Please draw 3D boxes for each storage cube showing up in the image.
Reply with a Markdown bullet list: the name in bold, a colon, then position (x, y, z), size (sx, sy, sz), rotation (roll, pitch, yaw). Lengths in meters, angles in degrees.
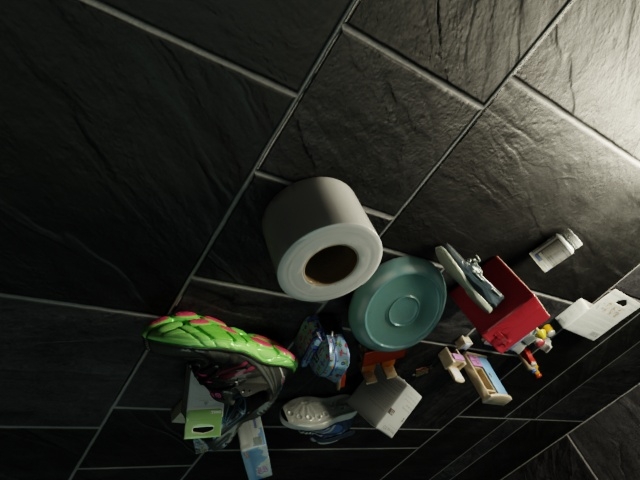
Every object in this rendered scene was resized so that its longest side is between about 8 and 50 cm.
- **storage cube**: position (0.556, 0.202, 1.562), size (0.193, 0.215, 0.184), rotation (-42, 134, 10)

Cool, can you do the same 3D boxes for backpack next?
- **backpack**: position (0.009, 0.324, 1.475), size (0.117, 0.173, 0.158), rotation (7, 130, -28)

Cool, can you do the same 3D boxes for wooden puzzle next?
- **wooden puzzle**: position (0.391, 0.501, 1.931), size (0.084, 0.006, 0.049), rotation (-16, 136, -8)

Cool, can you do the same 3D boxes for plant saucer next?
- **plant saucer**: position (0.236, 0.198, 1.465), size (0.318, 0.043, 0.317), rotation (-7, 114, -17)

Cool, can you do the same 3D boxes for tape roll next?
- **tape roll**: position (0.000, 0.000, 1.157), size (0.247, 0.169, 0.246), rotation (-11, 135, -12)

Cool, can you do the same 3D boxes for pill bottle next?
- **pill bottle**: position (0.728, 0.029, 1.557), size (0.137, 0.078, 0.078), rotation (-40, 134, 18)

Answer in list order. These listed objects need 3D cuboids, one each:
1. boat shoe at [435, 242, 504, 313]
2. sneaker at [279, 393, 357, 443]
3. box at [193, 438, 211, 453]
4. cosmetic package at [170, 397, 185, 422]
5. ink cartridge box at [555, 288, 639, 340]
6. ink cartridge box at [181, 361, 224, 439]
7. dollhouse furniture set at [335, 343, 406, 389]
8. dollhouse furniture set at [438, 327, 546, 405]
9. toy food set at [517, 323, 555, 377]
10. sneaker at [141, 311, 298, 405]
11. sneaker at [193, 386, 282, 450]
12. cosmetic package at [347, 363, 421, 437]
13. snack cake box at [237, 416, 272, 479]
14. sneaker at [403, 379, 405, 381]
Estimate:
- **boat shoe**: position (0.430, 0.096, 1.440), size (0.079, 0.095, 0.254), rotation (-42, 96, -4)
- **sneaker**: position (-0.025, 0.684, 1.843), size (0.323, 0.130, 0.236), rotation (1, 128, -31)
- **box**: position (-0.402, 0.704, 1.782), size (0.094, 0.027, 0.136), rotation (-7, 135, -14)
- **cosmetic package**: position (-0.419, 0.530, 1.592), size (0.060, 0.041, 0.115), rotation (23, 120, -39)
- **ink cartridge box**: position (1.089, 0.278, 1.968), size (0.275, 0.060, 0.239), rotation (22, 120, -36)
- **ink cartridge box**: position (-0.337, 0.455, 1.451), size (0.109, 0.062, 0.209), rotation (7, 87, -28)
- **dollhouse furniture set**: position (0.156, 0.378, 1.616), size (0.260, 0.135, 0.261), rotation (-11, 135, -13)
- **dollhouse furniture set**: position (0.657, 0.421, 1.825), size (0.287, 0.198, 0.303), rotation (18, 123, -35)
- **toy food set**: position (0.867, 0.449, 2.007), size (0.111, 0.104, 0.232), rotation (-2, 133, -22)
- **sneaker**: position (-0.256, 0.330, 1.329), size (0.483, 0.185, 0.202), rotation (31, 83, -40)
- **sneaker**: position (-0.251, 0.488, 1.542), size (0.341, 0.125, 0.139), rotation (-44, 107, -5)
- **cosmetic package**: position (0.225, 0.560, 1.770), size (0.183, 0.152, 0.151), rotation (-51, 136, -9)
- **snack cake box**: position (-0.236, 0.718, 1.774), size (0.089, 0.152, 0.264), rotation (-13, 136, -12)
- **sneaker**: position (0.309, 0.573, 1.951), size (0.044, 0.040, 0.109), rotation (-6, 133, 5)
